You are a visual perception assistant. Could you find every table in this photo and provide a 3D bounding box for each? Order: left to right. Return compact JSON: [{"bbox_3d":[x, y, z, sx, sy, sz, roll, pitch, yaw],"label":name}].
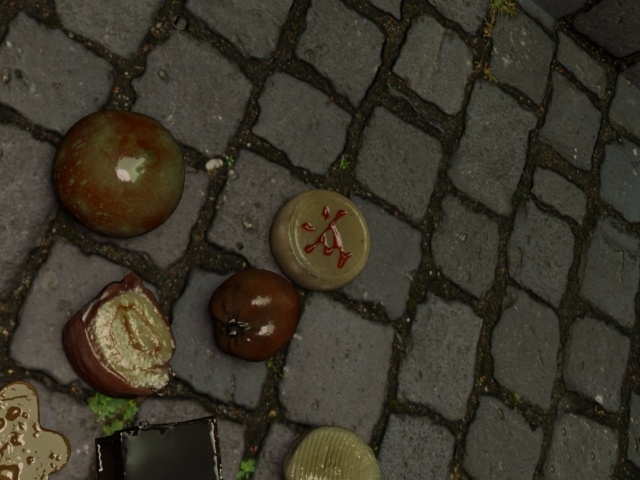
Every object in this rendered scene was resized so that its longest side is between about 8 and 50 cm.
[{"bbox_3d":[-0.313,0.433,1.585,0.193,0.169,0.172,0,75,-32],"label":"table"}]

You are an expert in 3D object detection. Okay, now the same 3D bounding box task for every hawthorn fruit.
[{"bbox_3d":[-0.122,0.153,1.805,0.251,0.199,0.199,-23,88,-52],"label":"hawthorn fruit"}]

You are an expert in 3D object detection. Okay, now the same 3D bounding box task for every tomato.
[{"bbox_3d":[-0.402,-0.144,1.684,0.270,0.223,0.270,9,73,-31],"label":"tomato"}]

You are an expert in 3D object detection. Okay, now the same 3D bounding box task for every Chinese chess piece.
[{"bbox_3d":[0.000,0.000,1.974,0.250,0.103,0.249,9,72,-30],"label":"Chinese chess piece"}]

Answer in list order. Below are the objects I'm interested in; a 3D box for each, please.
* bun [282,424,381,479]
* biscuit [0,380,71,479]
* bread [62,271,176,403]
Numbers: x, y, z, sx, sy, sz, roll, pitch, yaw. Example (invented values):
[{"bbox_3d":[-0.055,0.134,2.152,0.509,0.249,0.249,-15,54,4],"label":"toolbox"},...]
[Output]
[{"bbox_3d":[0.023,0.514,1.798,0.221,0.134,0.220,6,52,-8],"label":"bun"},{"bbox_3d":[-0.583,0.435,1.479,0.275,0.052,0.354,-9,81,-35],"label":"biscuit"},{"bbox_3d":[-0.393,0.211,1.634,0.190,0.123,0.244,-32,93,-34],"label":"bread"}]
